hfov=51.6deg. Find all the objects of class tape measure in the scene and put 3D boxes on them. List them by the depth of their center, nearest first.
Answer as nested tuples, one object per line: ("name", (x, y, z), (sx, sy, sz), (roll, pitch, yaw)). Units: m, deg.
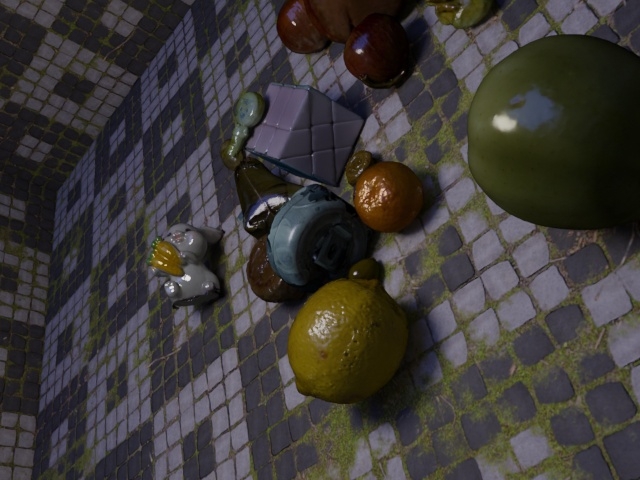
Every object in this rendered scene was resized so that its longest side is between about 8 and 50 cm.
("tape measure", (0.000, 0.000, 1.677), (0.147, 0.256, 0.275), (23, 84, 53))

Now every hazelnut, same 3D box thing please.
("hazelnut", (0.105, -0.758, 1.933), (0.372, 0.315, 0.372), (-31, 23, 15))
("hazelnut", (-0.047, -0.720, 2.195), (0.214, 0.176, 0.214), (8, 103, 38))

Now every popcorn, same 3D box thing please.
("popcorn", (0.312, -0.682, 1.681), (0.174, 0.225, 0.286), (-40, 42, 36))

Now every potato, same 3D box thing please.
("potato", (-0.322, -0.314, 2.400), (0.091, 0.070, 0.138), (-48, 41, 25))

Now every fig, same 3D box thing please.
("fig", (0.113, 0.080, 1.653), (0.088, 0.074, 0.074), (-51, 33, -18))
("fig", (0.159, -0.513, 1.826), (0.205, 0.205, 0.205), (-27, 52, 41))

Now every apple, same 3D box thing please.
("apple", (0.441, -0.186, 1.161), (0.357, 0.357, 0.357), (-27, 52, 41))

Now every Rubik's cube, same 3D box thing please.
("Rubik's cube", (-0.050, -0.309, 1.928), (0.224, 0.231, 0.221), (24, 91, 55))

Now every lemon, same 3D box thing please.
("lemon", (0.058, 0.228, 1.483), (0.310, 0.258, 0.258), (-52, 37, -1))

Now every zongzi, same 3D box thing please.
("zongzi", (-0.122, -0.175, 2.029), (0.300, 0.145, 0.274), (-29, 59, 23))

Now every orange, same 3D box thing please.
("orange", (0.166, -0.105, 1.614), (0.177, 0.155, 0.178), (-31, 51, 49))

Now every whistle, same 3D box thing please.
("whistle", (-0.217, -0.334, 1.921), (0.104, 0.057, 0.198), (28, 101, 48))

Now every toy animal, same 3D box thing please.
("toy animal", (-0.438, 0.066, 2.222), (0.183, 0.247, 0.310), (-25, 67, 21))

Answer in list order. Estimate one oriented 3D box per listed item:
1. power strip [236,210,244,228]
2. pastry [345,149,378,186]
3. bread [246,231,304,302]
("power strip", (-0.211, -0.120, 2.190), (0.192, 0.035, 0.081), (-58, 37, 12))
("pastry", (0.113, -0.193, 1.811), (0.109, 0.057, 0.097), (-48, 35, 20))
("bread", (-0.106, 0.075, 1.884), (0.230, 0.123, 0.230), (-22, 55, 37))
